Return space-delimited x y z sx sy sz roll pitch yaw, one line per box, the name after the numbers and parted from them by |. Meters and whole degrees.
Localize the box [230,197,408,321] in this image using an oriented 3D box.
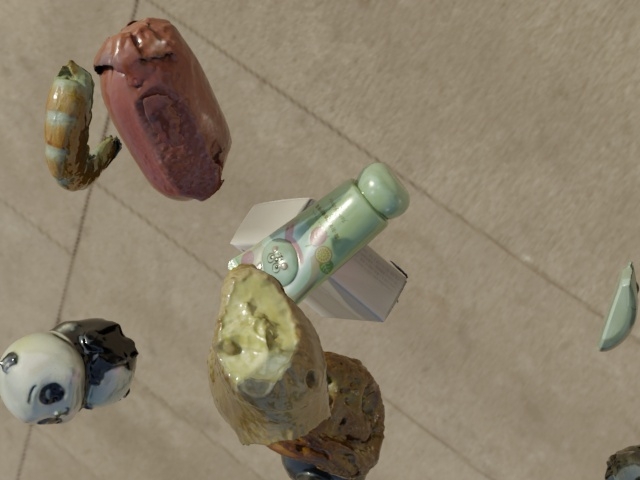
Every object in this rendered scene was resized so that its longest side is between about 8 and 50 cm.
-0.002 0.036 1.759 0.252 0.106 0.203 41 159 -25 | box

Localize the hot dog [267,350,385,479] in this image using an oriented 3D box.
0.009 0.253 1.445 0.114 0.175 0.259 -9 155 36 | hot dog

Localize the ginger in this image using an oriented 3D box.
-0.070 0.136 1.157 0.221 0.130 0.276 68 161 -7 | ginger

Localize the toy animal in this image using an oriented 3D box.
-0.359 0.192 1.388 0.138 0.179 0.166 43 134 25 | toy animal

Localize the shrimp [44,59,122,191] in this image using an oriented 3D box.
-0.280 -0.139 1.211 0.049 0.166 0.161 13 104 15 | shrimp

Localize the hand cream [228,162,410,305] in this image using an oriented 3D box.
0.000 0.000 1.536 0.306 0.093 0.147 -39 61 12 | hand cream

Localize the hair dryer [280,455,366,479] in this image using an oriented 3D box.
0.042 0.493 1.628 0.284 0.320 0.155 6 138 10 | hair dryer

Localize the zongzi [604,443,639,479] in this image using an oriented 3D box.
0.386 0.347 0.964 0.154 0.317 0.289 -17 66 23 | zongzi

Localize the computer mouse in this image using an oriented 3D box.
0.335 0.075 1.095 0.032 0.056 0.110 17 112 11 | computer mouse

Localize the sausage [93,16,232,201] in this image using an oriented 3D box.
-0.219 -0.183 1.406 0.152 0.152 0.279 4 133 34 | sausage
